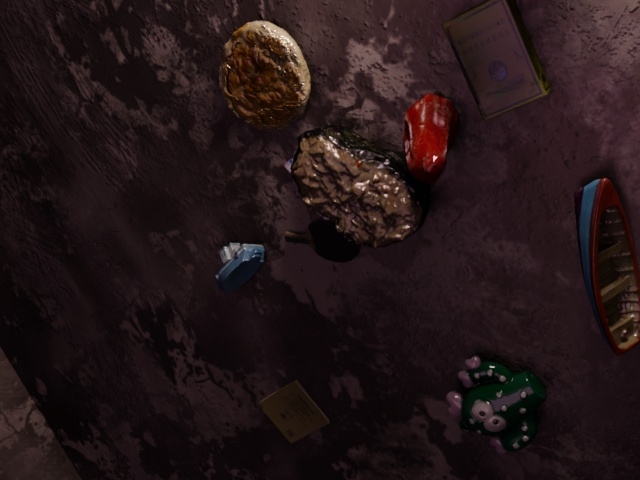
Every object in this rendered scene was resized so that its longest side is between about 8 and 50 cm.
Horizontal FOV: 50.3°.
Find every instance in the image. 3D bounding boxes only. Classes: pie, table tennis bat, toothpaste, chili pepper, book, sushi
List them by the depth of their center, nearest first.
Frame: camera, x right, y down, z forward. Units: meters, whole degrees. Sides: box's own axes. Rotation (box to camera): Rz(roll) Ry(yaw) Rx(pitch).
[{"bbox_3d":[0.222,-0.192,1.434,0.144,0.253,0.136,-25,118,28],"label":"chili pepper"},{"bbox_3d":[0.086,-0.126,1.584,0.350,0.171,0.211,39,124,6],"label":"sushi"},{"bbox_3d":[-0.141,-0.394,1.653,0.274,0.055,0.274,16,125,25],"label":"pie"},{"bbox_3d":[-0.025,-0.126,1.735,0.048,0.031,0.190,-32,93,37],"label":"toothpaste"},{"bbox_3d":[0.000,0.000,1.773,0.220,0.019,0.130,7,130,31],"label":"table tennis bat"},{"bbox_3d":[-0.083,0.528,2.094,0.192,0.013,0.168,-37,92,36],"label":"book"}]

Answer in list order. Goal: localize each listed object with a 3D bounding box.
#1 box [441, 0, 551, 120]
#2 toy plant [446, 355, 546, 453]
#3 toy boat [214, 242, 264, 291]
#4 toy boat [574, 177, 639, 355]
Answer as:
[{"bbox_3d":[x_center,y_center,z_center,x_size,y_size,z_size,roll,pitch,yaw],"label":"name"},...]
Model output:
[{"bbox_3d":[0.356,-0.371,1.380,0.141,0.064,0.220,-19,105,34],"label":"box"},{"bbox_3d":[0.434,0.408,1.686,0.232,0.112,0.243,27,118,13],"label":"toy plant"},{"bbox_3d":[-0.238,0.062,1.925,0.215,0.088,0.102,-48,52,37],"label":"toy boat"},{"bbox_3d":[0.600,0.053,1.426,0.079,0.136,0.392,13,125,60],"label":"toy boat"}]
